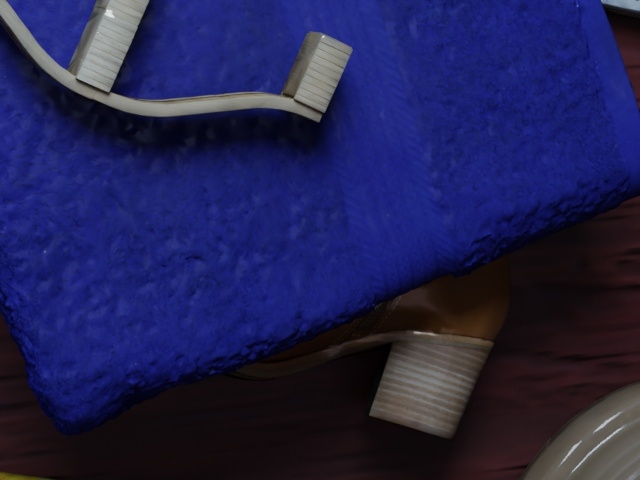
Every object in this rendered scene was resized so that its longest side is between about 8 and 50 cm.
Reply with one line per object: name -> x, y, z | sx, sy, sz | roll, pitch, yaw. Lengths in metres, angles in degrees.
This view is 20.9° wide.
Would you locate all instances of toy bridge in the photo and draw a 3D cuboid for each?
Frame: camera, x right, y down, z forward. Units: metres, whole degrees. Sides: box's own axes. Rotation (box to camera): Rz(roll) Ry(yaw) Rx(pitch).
toy bridge -> -0.082, -0.086, 0.681 | 0.188, 0.026, 0.063 | 23, 92, -22

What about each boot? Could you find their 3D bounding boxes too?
boot -> 0.000, 0.000, 0.849 | 0.197, 0.073, 0.152 | 18, 83, -13

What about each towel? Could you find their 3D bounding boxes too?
towel -> -0.018, -0.071, 0.763 | 0.308, 0.076, 0.227 | -23, 106, -15

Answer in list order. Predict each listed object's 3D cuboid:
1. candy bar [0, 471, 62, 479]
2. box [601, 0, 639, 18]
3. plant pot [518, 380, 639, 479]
candy bar -> -0.161, 0.128, 0.843 | 0.161, 0.018, 0.040 | 9, 92, -11
box -> 0.190, -0.179, 0.893 | 0.094, 0.027, 0.137 | 11, 91, -10
plant pot -> 0.210, 0.189, 0.876 | 0.237, 0.110, 0.237 | 0, 93, -10
